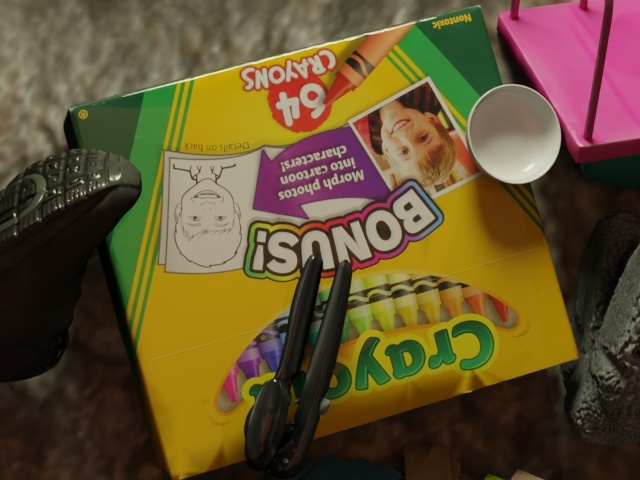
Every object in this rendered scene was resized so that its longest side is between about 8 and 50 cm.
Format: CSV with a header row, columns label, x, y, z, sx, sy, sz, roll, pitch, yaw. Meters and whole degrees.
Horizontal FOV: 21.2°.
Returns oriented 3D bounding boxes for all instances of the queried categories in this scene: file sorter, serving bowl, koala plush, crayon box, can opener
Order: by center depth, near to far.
label,x,y,z,sx,sy,sz,roll,pitch,yaw
can opener,-0.012,0.100,1.353,0.059,0.073,0.186,22,74,-2
serving bowl,0.157,-0.087,1.419,0.083,0.027,0.083,1,85,-17
crayon box,0.000,0.000,1.443,0.363,0.106,0.313,-16,88,-12
file sorter,0.327,-0.215,1.445,0.291,0.182,0.202,-9,43,-12
koala plush,0.337,0.099,1.471,0.221,0.196,0.203,16,93,-10

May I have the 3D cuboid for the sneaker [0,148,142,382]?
label,x,y,z,sx,sy,sz,roll,pitch,yaw
sneaker,-0.235,0.036,1.361,0.286,0.109,0.130,-37,115,23

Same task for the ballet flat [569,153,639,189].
label,x,y,z,sx,sy,sz,roll,pitch,yaw
ballet flat,0.368,-0.100,1.542,0.316,0.107,0.106,4,64,-16

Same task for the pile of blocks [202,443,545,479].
label,x,y,z,sx,sy,sz,roll,pitch,yaw
pile of blocks,0.054,0.260,1.446,0.362,0.149,0.112,6,127,-2
